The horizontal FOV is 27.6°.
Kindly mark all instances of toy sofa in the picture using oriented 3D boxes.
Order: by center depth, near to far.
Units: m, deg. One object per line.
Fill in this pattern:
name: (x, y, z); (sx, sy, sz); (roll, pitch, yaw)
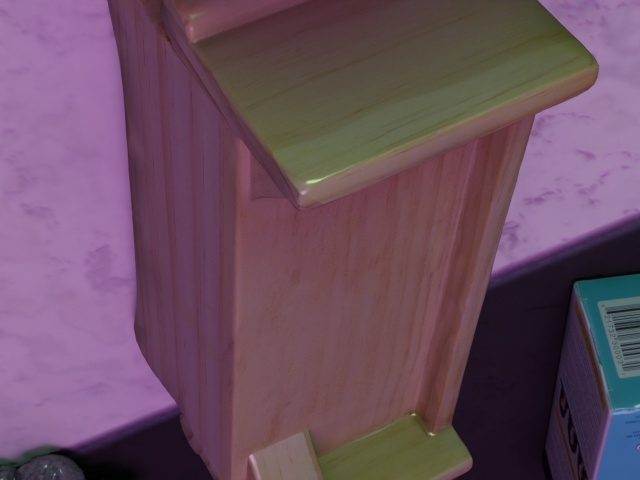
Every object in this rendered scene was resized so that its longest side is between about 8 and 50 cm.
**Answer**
toy sofa: (0.000, 0.000, 0.678); (0.150, 0.177, 0.362); (-23, 146, -21)

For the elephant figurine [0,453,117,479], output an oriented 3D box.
elephant figurine: (-0.205, 0.287, 0.909); (0.169, 0.239, 0.186); (-35, 134, 30)

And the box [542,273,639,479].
box: (0.200, 0.134, 0.891); (0.060, 0.100, 0.244); (-7, 142, -1)
